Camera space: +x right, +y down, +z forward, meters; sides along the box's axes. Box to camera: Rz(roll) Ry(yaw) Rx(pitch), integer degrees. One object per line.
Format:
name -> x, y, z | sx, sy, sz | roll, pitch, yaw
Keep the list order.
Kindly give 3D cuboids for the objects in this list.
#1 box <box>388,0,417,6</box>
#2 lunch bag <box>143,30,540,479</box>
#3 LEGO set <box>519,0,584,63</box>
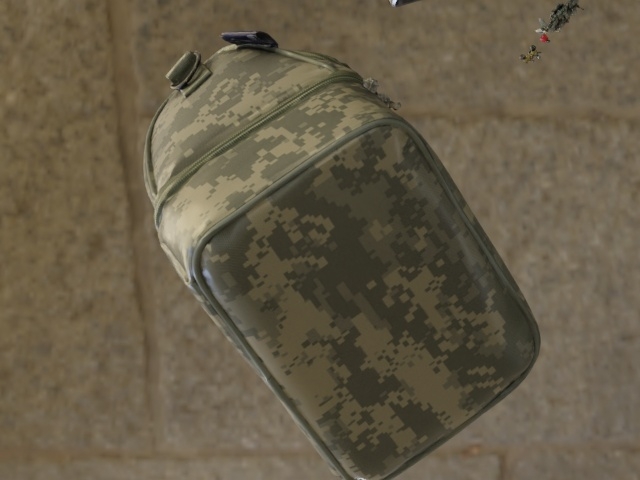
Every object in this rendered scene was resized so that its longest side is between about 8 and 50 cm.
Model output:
box -> 0.140, -0.411, 1.362 | 0.312, 0.343, 0.179 | -17, 146, -18
lunch bag -> 0.000, 0.000, 1.219 | 0.212, 0.256, 0.305 | -38, 121, -3
LEGO set -> 0.207, -0.187, 1.340 | 0.023, 0.054, 0.083 | 39, 141, 18
